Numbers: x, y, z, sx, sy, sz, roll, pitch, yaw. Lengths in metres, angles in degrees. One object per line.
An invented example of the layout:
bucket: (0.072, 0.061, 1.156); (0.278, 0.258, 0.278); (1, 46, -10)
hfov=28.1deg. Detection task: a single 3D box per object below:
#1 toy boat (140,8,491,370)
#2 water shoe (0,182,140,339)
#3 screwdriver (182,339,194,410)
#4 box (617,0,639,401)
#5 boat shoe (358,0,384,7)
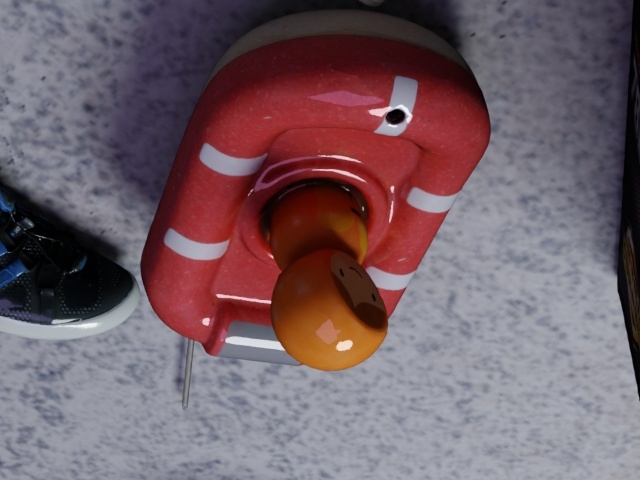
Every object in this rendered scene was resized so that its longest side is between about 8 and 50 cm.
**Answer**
toy boat: (0.000, 0.000, 0.653); (0.151, 0.151, 0.231); (8, 132, -20)
water shoe: (-0.200, -0.004, 0.744); (0.203, 0.073, 0.080); (17, 128, -7)
screwdriver: (-0.083, 0.049, 0.807); (0.025, 0.024, 0.170); (34, 136, 19)
box: (0.180, 0.006, 0.554); (0.073, 0.295, 0.293); (-4, 130, 8)
boat shoe: (0.009, -0.169, 0.590); (0.045, 0.050, 0.135); (-16, 126, 27)
